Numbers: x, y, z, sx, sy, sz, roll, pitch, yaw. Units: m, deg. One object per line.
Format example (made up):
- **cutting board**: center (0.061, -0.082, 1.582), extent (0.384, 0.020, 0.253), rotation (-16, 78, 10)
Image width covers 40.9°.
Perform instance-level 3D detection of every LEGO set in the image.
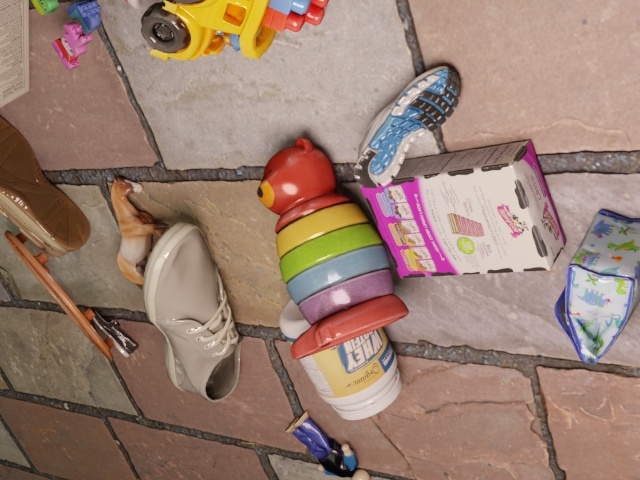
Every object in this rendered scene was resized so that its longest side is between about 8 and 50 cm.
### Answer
- **LEGO set**: center (-0.383, -0.385, 1.283), extent (0.093, 0.087, 0.227), rotation (-19, 105, 41)

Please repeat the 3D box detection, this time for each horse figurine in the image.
- **horse figurine**: center (-0.316, 0.018, 1.578), extent (0.175, 0.066, 0.263), rotation (21, 132, 14)

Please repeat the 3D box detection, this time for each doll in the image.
- **doll**: center (0.022, 0.413, 1.664), extent (0.189, 0.046, 0.129), rotation (44, 139, -1)

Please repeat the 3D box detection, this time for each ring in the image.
- **ring**: center (-0.524, 0.108, 1.749), extent (0.336, 0.032, 0.336), rotation (43, 161, 18)

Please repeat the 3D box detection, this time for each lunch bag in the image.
- **lunch bag**: center (0.354, 0.060, 1.063), extent (0.096, 0.129, 0.151), rotation (15, 133, 29)

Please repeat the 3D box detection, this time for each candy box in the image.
- **candy box**: center (0.189, -0.036, 1.150), extent (0.234, 0.071, 0.159), rotation (-4, 121, 40)

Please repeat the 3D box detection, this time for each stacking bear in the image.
- **stacking bear**: center (0.000, 0.000, 1.226), extent (0.288, 0.164, 0.175), rotation (68, 156, 10)

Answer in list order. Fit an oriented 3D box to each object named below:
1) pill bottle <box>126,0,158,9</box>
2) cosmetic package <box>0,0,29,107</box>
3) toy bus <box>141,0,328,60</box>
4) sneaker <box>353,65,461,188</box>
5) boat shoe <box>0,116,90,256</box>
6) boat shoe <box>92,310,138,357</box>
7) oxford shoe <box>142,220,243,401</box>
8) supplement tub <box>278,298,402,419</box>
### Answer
- **pill bottle**: center (-0.282, -0.411, 1.165), extent (0.180, 0.108, 0.108), rotation (41, 138, 2)
- **cosmetic package**: center (-0.564, -0.355, 1.385), extent (0.113, 0.160, 0.309), rotation (33, 136, 11)
- **toy bus**: center (-0.103, -0.311, 1.107), extent (0.212, 0.149, 0.220), rotation (25, 140, -4)
- **sneaker**: center (0.103, -0.161, 1.116), extent (0.071, 0.082, 0.190), rotation (28, 121, -27)
- **boat shoe**: center (-0.592, -0.103, 1.640), extent (0.110, 0.121, 0.341), rotation (-22, 110, 44)
- **boat shoe**: center (-0.441, 0.193, 1.834), extent (0.125, 0.038, 0.046), rotation (48, 171, 1)
- **oxford shoe**: center (-0.211, 0.138, 1.526), extent (0.130, 0.169, 0.449), rotation (25, 143, 22)
- **supplement tub**: center (0.036, 0.173, 1.382), extent (0.144, 0.144, 0.199), rotation (-9, 118, 41)
